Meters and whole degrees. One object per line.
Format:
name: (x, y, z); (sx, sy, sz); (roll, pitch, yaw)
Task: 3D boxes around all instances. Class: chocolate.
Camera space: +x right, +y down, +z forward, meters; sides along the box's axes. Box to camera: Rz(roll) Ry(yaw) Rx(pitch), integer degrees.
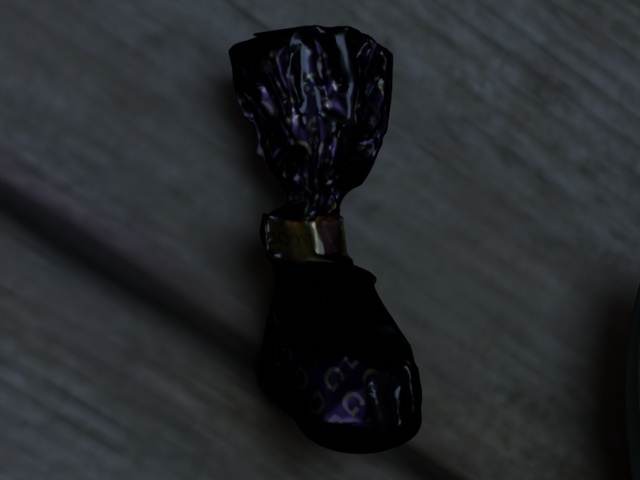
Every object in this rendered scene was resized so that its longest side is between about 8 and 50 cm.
chocolate: (-0.001, 0.001, 0.576); (0.070, 0.072, 0.147); (8, 67, -21)

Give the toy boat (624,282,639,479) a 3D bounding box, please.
toy boat: (0.203, 0.143, 0.623); (0.141, 0.092, 0.319); (-29, 89, -31)
